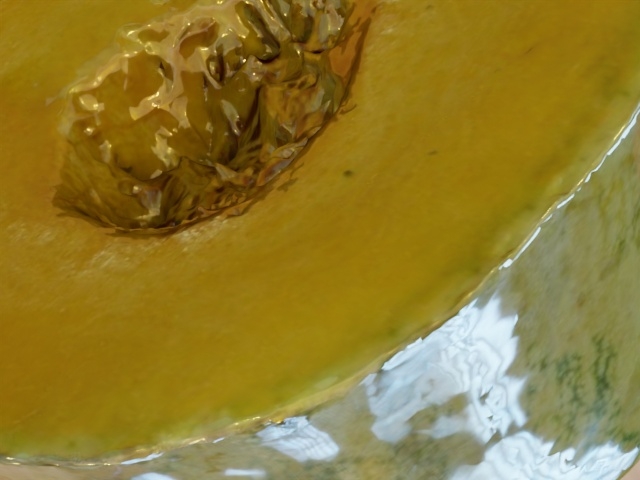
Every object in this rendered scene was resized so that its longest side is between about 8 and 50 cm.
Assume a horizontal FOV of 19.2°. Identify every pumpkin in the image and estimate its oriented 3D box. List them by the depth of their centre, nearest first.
[{"bbox_3d":[0.000,0.000,0.736,0.332,0.332,0.199,-29,130,5],"label":"pumpkin"}]
